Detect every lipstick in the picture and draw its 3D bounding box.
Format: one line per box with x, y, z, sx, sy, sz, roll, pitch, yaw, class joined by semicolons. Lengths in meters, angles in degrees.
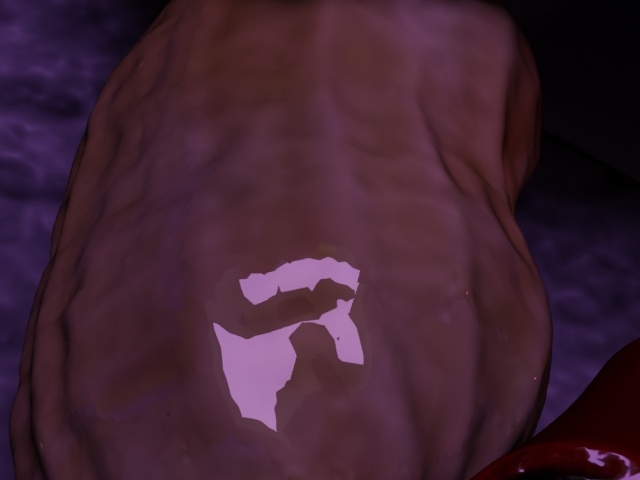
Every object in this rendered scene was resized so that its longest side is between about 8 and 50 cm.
0.098;0.079;0.551;0.080;0.080;0.241;30;14;13;lipstick

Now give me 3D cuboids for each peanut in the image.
-0.006;-0.001;0.624;0.174;0.158;0.340;0;46;3;peanut

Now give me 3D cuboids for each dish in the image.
0.204;-0.089;0.806;0.243;0.080;0.182;31;49;13;dish
